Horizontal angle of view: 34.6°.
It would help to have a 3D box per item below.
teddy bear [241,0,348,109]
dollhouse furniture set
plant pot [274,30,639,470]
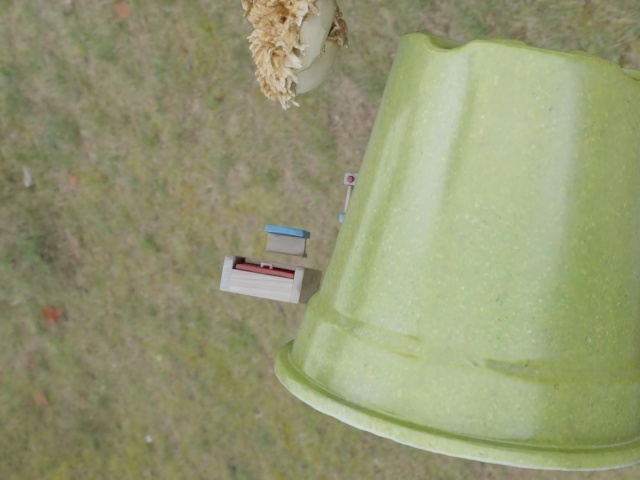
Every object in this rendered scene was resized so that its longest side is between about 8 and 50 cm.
[{"bbox_3d":[-0.048,-0.266,0.766,0.113,0.245,0.338,-7,103,5],"label":"teddy bear"},{"bbox_3d":[0.000,0.000,1.002,0.184,0.129,0.129,8,88,14],"label":"dollhouse furniture set"},{"bbox_3d":[0.123,-0.008,0.727,0.276,0.276,0.253,18,102,42],"label":"plant pot"}]
